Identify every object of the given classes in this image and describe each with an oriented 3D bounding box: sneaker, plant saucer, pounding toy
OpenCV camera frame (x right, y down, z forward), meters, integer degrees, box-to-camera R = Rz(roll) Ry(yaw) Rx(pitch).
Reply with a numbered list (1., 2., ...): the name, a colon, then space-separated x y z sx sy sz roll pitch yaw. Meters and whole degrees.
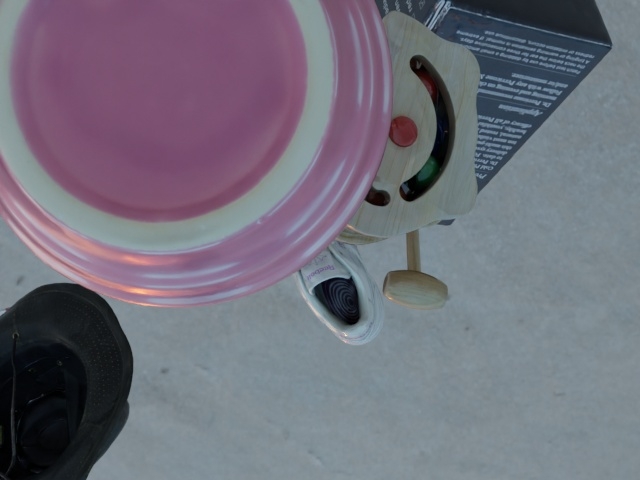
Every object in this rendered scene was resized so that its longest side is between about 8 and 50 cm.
1. sneaker: 0.000 0.000 1.145 0.114 0.305 0.152 -30 173 5
2. plant saucer: -0.111 -0.114 0.621 0.332 0.332 0.084 -2 179 3
3. pounding toy: 0.054 -0.070 0.828 0.154 0.270 0.155 5 172 -17

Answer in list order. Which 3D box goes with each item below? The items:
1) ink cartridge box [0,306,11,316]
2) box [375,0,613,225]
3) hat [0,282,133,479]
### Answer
1. ink cartridge box: -0.439 0.144 1.160 0.135 0.099 0.056 -10 180 18
2. box: 0.166 -0.357 1.401 0.297 0.480 0.472 7 146 -23
3. hat: -0.327 0.221 1.018 0.331 0.331 0.134 -22 146 22
